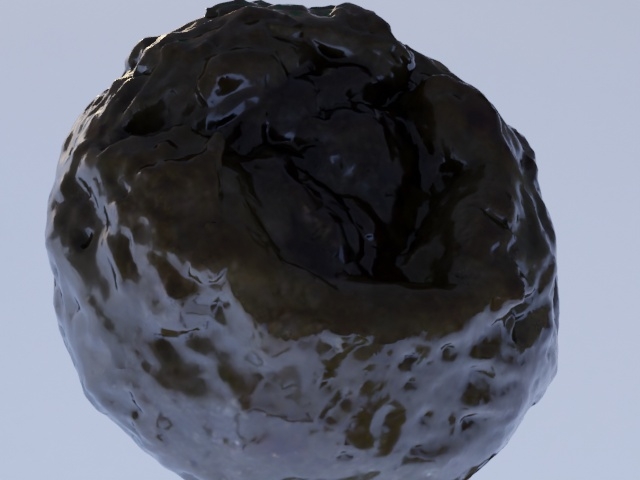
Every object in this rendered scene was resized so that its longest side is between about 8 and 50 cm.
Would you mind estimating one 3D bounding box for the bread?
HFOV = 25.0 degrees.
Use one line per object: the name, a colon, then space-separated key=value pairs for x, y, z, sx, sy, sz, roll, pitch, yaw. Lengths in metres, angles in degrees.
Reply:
bread: x=0.000 y=0.000 z=0.596 sx=0.230 sy=0.123 sz=0.230 roll=14 pitch=-123 yaw=-22
